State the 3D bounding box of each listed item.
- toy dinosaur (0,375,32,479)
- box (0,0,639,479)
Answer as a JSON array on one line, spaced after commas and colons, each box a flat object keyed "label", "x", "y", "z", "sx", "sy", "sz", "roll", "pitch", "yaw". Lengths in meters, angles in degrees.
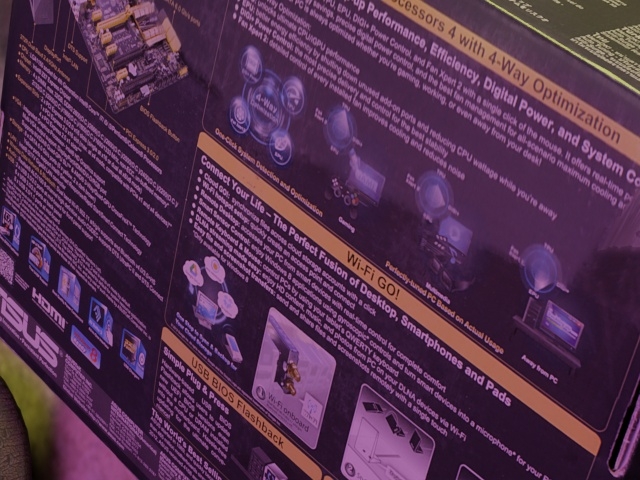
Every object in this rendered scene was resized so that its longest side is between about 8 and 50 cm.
[{"label": "toy dinosaur", "x": -0.212, "y": 0.142, "z": 0.882, "sx": 0.160, "sy": 0.121, "sz": 0.313, "roll": -4, "pitch": 70, "yaw": 22}, {"label": "box", "x": 0.000, "y": 0.000, "z": 0.684, "sx": 0.395, "sy": 0.097, "sz": 0.318, "roll": 38, "pitch": 131, "yaw": 37}]
